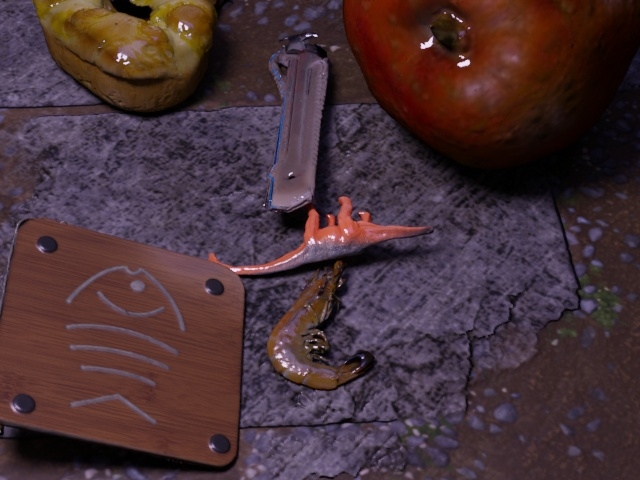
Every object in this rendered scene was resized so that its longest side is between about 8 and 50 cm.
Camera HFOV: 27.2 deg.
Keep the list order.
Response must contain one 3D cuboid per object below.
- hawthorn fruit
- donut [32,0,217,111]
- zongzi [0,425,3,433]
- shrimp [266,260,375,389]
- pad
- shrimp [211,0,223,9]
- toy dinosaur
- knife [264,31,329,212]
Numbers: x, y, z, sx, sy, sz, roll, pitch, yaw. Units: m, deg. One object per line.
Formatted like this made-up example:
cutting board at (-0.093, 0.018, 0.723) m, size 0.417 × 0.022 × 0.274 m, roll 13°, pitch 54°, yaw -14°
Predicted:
hawthorn fruit at (0.202, -0.287, 1.666) m, size 0.403 × 0.403 × 0.403 m, roll 2°, pitch 49°, yaw -2°
donut at (-0.261, -0.291, 1.824) m, size 0.208 × 0.128 × 0.261 m, roll -30°, pitch 58°, yaw -28°
zongzi at (-0.533, 0.025, 1.569) m, size 0.181 × 0.418 × 0.447 m, roll -40°, pitch 22°, yaw -22°
shrimp at (0.017, 0.102, 1.567) m, size 0.124 × 0.034 × 0.178 m, roll 27°, pitch 54°, yaw 15°
pad at (-0.224, 0.110, 1.496) m, size 0.286 × 0.018 × 0.284 m, roll 15°, pitch 47°, yaw -17°
shrimp at (-0.119, -0.398, 1.969) m, size 0.117 × 0.066 × 0.262 m, roll 7°, pitch 51°, yaw 2°
toy dinosaur at (-0.002, -0.004, 1.641) m, size 0.279 × 0.055 × 0.101 m, roll -8°, pitch 44°, yaw 10°
knife at (-0.033, -0.156, 1.764) m, size 0.089 × 0.043 × 0.365 m, roll -18°, pitch 40°, yaw 18°
